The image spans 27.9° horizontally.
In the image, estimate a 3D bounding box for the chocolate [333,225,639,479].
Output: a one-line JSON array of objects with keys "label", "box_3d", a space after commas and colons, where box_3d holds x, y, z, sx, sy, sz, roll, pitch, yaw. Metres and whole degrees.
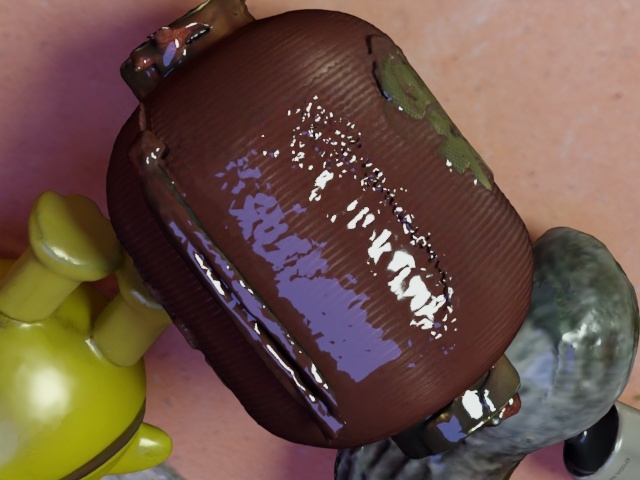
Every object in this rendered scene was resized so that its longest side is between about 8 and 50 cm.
[{"label": "chocolate", "box_3d": [0.096, 0.095, 0.753, 0.110, 0.110, 0.248, 26, 128, -12]}]

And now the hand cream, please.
[{"label": "hand cream", "box_3d": [0.228, 0.151, 0.814, 0.186, 0.054, 0.087, 26, 127, -20]}]

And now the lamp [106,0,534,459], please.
[{"label": "lamp", "box_3d": [0.000, 0.000, 0.632, 0.180, 0.180, 0.258, -35, 94, 25]}]

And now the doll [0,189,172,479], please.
[{"label": "doll", "box_3d": [-0.198, 0.116, 0.777, 0.199, 0.145, 0.363, 29, 129, -20]}]
